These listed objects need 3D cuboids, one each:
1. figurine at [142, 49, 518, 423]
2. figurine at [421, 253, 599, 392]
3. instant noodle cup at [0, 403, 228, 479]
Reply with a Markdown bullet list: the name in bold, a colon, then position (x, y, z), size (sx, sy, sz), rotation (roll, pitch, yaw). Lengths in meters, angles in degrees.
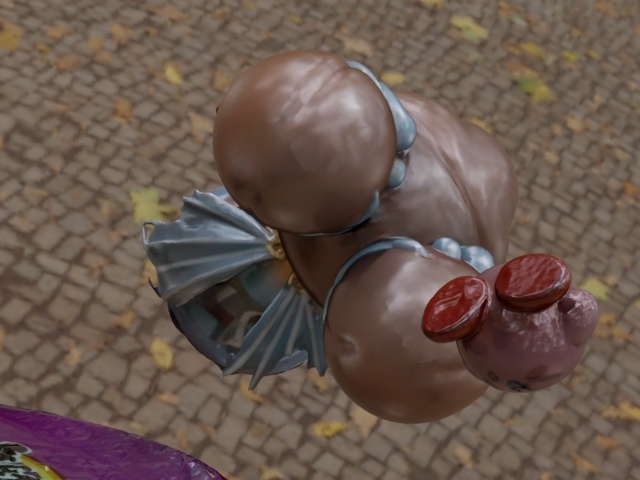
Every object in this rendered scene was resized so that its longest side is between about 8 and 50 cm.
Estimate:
- **figurine**: position (0.000, -0.002, 1.012), size (0.248, 0.388, 0.276), rotation (-35, 97, -33)
- **figurine**: position (0.103, 0.042, 0.641), size (0.071, 0.083, 0.067), rotation (52, 41, -33)
- **instant noodle cup**: position (-0.152, 0.160, 0.355), size (0.251, 0.190, 0.251), rotation (6, 5, -1)
